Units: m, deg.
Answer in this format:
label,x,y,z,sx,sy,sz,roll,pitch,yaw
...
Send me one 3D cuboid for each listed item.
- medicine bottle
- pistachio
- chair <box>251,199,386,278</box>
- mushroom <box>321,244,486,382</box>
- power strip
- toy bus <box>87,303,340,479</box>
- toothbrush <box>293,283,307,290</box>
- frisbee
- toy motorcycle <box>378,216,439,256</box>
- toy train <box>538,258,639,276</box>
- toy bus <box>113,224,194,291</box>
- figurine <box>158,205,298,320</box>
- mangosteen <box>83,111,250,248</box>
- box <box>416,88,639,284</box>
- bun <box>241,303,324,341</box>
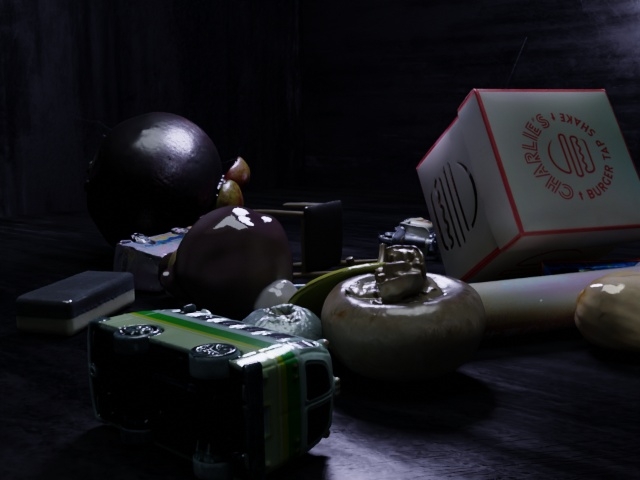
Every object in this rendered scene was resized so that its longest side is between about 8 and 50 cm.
label,x,y,z,sx,sy,sz,roll,pitch,yaw
medicine bottle,0.361,0.103,1.302,0.425,0.108,0.108,-5,9,-16
pistachio,0.475,0.115,1.196,0.200,0.117,0.145,6,46,-5
chair,0.000,0.000,1.785,0.272,0.166,0.188,3,10,27
mushroom,0.111,0.096,1.101,0.226,0.178,0.226,-9,7,1
power strip,-0.427,0.108,1.445,0.105,0.070,0.256,4,11,13
toy bus,-0.122,0.155,0.886,0.276,0.134,0.164,9,13,43
toothbrush,-0.023,0.096,1.645,0.275,0.019,0.025,-2,3,-12
frisbee,0.060,0.087,1.272,0.235,0.017,0.236,-9,-26,-4
toy motorcycle,0.256,-0.006,2.072,0.157,0.091,0.263,9,10,27
toy train,0.512,0.080,1.495,0.203,0.083,0.131,-2,8,5
toy bus,-0.318,0.040,1.781,0.137,0.113,0.317,13,14,20
figurine,-0.196,0.071,1.477,0.218,0.206,0.365,19,-26,-25
mangosteen,-0.375,-0.128,2.062,0.434,0.382,0.382,12,9,2
box,0.412,-0.096,1.616,0.312,0.315,0.300,-4,-23,-20
bun,-0.059,0.135,1.176,0.140,0.083,0.141,-4,8,1
